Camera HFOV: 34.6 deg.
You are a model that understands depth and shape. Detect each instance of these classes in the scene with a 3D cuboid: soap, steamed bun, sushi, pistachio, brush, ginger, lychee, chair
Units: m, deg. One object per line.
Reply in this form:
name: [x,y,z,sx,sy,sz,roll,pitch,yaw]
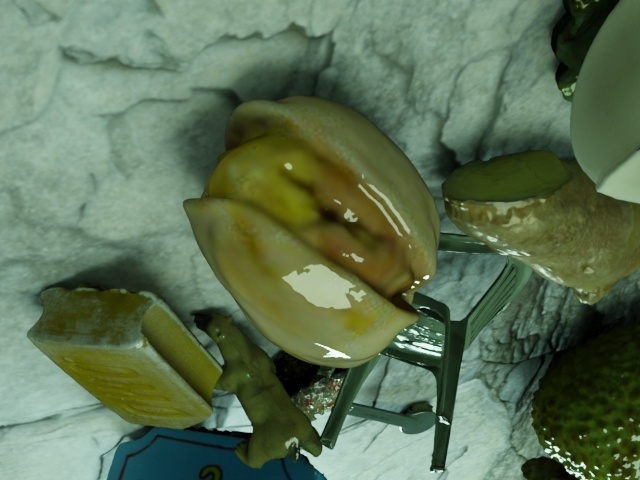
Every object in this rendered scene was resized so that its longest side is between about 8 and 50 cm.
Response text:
soap: [-0.199,0.133,1.120,0.140,0.073,0.232,3,151,21]
steamed bun: [0.332,-0.149,0.897,0.146,0.164,0.241,8,151,-24]
sushi: [-0.027,0.190,1.326,0.150,0.078,0.090,-31,144,10]
pistachio: [0.000,0.000,0.985,0.230,0.230,0.309,-32,140,13]
brush: [0.071,0.249,1.510,0.266,0.027,0.062,19,128,-38]
ginger: [0.281,-0.028,1.160,0.354,0.126,0.190,11,105,-32]
lychee: [0.450,0.266,1.543,0.270,0.270,0.320,35,81,-50]
chair: [0.129,0.114,1.216,0.191,0.274,0.203,15,147,13]

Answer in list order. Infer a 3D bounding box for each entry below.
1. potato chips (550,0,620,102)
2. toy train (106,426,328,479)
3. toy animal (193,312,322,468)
potato chips: [0.398,-0.265,0.968,0.429,0.070,0.358,-42,143,25]
toy train: [-0.126,0.378,1.323,0.300,0.265,0.188,4,153,20]
toy animal: [-0.078,0.177,1.216,0.103,0.218,0.101,-29,173,-20]
